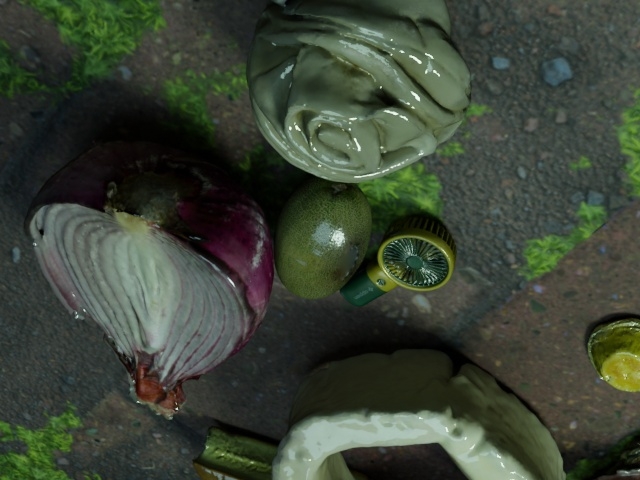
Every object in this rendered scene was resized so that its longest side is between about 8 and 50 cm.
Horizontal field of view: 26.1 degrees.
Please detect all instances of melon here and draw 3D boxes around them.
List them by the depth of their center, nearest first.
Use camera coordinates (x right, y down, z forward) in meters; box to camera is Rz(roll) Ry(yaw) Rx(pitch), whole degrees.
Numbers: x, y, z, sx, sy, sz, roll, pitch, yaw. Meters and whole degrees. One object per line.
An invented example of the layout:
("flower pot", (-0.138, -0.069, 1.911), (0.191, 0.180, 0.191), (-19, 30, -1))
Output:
("melon", (0.000, 0.000, 1.444), (0.099, 0.099, 0.162), (19, 136, 1))

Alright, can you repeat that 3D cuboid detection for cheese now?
("cheese", (0.111, 0.278, 1.579), (0.292, 0.153, 0.332), (-31, 109, 20))

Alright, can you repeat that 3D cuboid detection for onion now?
("onion", (-0.163, 0.032, 1.493), (0.267, 0.159, 0.349), (24, 143, 14))

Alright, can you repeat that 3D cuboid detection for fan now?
("fan", (0.079, 0.026, 1.482), (0.082, 0.039, 0.155), (42, 132, -20))

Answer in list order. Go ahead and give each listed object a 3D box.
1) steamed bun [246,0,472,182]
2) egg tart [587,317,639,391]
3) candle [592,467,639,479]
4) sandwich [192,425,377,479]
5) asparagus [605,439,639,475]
("steamed bun", (0.025, -0.140, 1.277), (0.218, 0.144, 0.211), (-18, 122, 30))
("egg tart", (0.334, 0.130, 1.490), (0.105, 0.039, 0.105), (11, 133, 12))
("candle", (0.402, 0.420, 1.648), (0.317, 0.131, 0.287), (36, 134, -21))
("sandwich", (-0.046, 0.321, 1.755), (0.244, 0.090, 0.088), (20, 131, 1))
("asparagus", (0.349, 0.277, 1.623), (0.036, 0.030, 0.165), (34, 135, 7))
